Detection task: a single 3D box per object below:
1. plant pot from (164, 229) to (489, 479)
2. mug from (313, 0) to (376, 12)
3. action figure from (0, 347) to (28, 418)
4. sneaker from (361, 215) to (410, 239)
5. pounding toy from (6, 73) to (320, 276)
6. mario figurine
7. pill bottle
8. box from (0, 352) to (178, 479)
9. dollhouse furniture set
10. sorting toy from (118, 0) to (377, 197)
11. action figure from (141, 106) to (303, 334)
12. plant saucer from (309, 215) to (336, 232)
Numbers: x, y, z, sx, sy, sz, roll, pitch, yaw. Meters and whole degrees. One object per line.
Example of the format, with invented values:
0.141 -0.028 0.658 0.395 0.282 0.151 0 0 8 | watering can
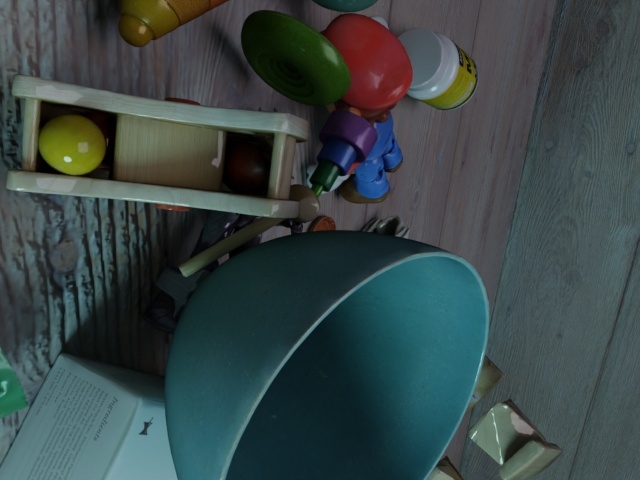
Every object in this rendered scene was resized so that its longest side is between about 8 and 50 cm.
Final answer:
-0.018 0.110 0.467 0.290 0.196 0.289 -21 124 -35 | plant pot
0.030 -0.344 0.623 0.157 0.130 0.097 -64 -175 -36 | mug
-0.280 0.052 0.345 0.137 0.064 0.232 -27 123 -50 | action figure
0.162 0.030 1.065 0.293 0.108 0.169 -18 122 -56 | sneaker
-0.100 -0.032 0.429 0.270 0.154 0.154 4 96 -30 | pounding toy
0.041 -0.193 0.769 0.320 0.170 0.197 71 6 -61 | mario figurine
0.208 -0.312 0.964 0.209 0.119 0.119 -9 111 -60 | pill bottle
-0.194 0.228 0.516 0.181 0.119 0.181 45 64 -58 | box
0.139 0.326 0.896 0.394 0.362 0.257 -48 141 9 | dollhouse furniture set
-0.063 -0.156 0.522 0.365 0.127 0.126 43 72 -48 | sorting toy
-0.091 -0.023 0.601 0.185 0.099 0.284 29 73 -49 | action figure
0.000 0.000 0.858 0.083 0.013 0.083 -35 133 -50 | plant saucer
